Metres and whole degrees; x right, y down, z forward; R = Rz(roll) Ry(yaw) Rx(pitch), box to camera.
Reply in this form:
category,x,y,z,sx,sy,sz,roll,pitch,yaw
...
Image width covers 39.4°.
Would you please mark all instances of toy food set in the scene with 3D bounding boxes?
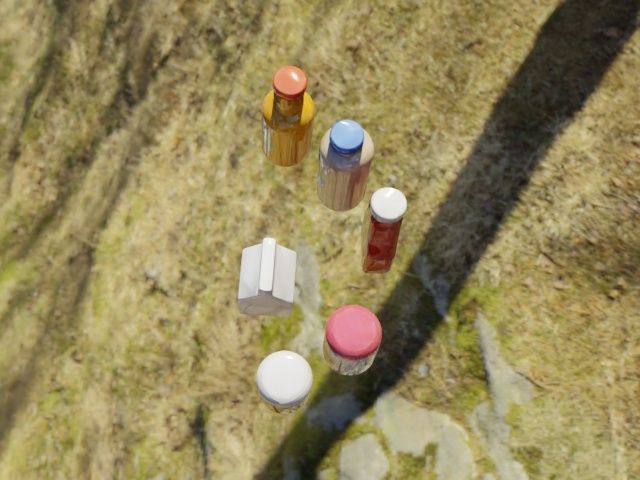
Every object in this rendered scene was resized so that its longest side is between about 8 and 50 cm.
category,x,y,z,sx,sy,sz,roll,pitch,yaw
toy food set,0.000,0.000,0.632,0.104,0.111,0.232,97,178,-69
